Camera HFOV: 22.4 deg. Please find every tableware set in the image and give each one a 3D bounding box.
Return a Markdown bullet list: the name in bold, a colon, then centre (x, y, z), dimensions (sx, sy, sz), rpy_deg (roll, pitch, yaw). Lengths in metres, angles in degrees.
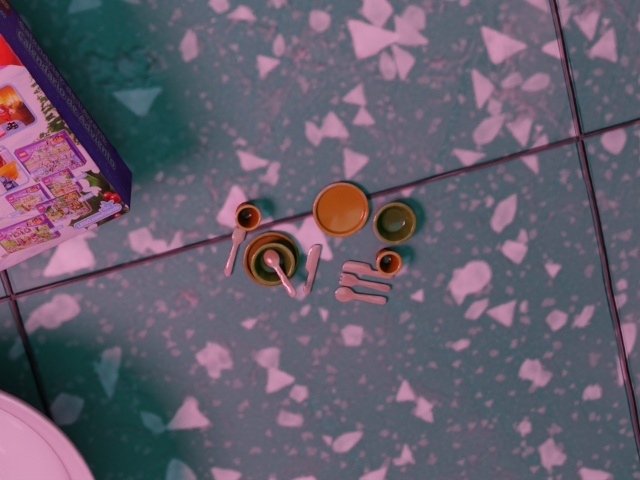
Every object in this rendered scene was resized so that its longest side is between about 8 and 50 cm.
- **tableware set**: centre (0.000, 0.000, 1.358), dimensions (0.154, 0.024, 0.104), rpy_deg (12, 105, -12)

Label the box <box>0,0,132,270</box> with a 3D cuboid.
- **box**: centre (-0.318, -0.049, 1.221), dimensions (0.293, 0.057, 0.201), rpy_deg (-24, 126, 12)

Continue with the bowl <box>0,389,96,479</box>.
- **bowl**: centre (-0.322, 0.226, 1.323), dimensions (0.298, 0.134, 0.298), rpy_deg (-2, 107, -8)
